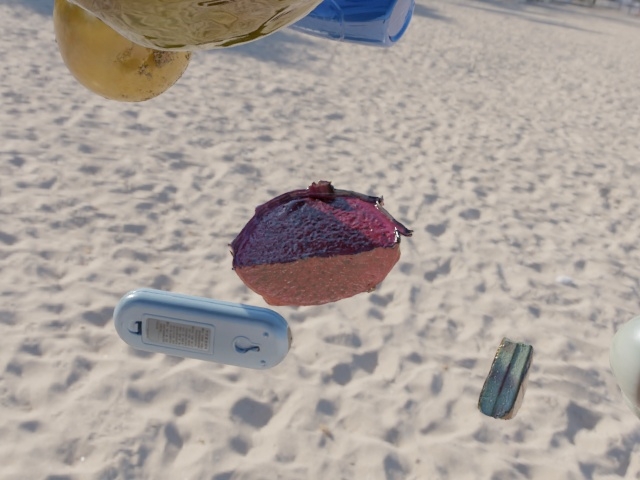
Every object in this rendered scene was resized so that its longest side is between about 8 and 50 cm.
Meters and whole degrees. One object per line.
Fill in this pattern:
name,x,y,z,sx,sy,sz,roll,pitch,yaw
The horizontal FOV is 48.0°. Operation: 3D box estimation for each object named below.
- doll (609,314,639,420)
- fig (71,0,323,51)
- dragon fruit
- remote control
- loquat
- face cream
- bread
doll,0.283,0.048,0.463,0.257,0.182,0.117,-49,40,-13
fig,-0.102,-0.282,0.393,0.343,0.344,0.343,9,21,-3
dragon fruit,0.000,0.003,1.110,0.273,0.126,0.161,-9,50,0
remote control,-0.160,0.121,0.964,0.244,0.087,0.047,8,20,4
loquat,-0.314,-0.338,1.156,0.234,0.235,0.235,9,21,-3
face cream,-0.009,-0.339,0.995,0.263,0.083,0.149,21,48,20
bread,0.212,0.171,0.825,0.043,0.062,0.109,13,50,25
